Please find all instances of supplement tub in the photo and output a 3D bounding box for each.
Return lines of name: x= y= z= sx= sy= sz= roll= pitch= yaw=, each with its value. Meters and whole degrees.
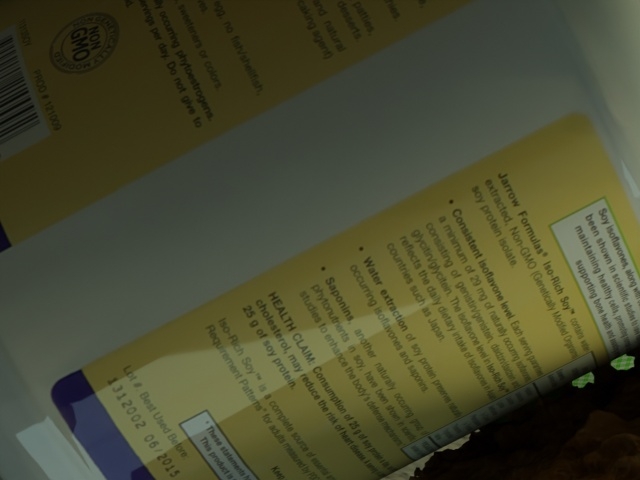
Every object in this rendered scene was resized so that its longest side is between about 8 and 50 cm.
supplement tub: x=0.019 y=-0.038 z=0.666 sx=0.331 sy=0.241 sz=0.241 roll=-27 pitch=146 yaw=4

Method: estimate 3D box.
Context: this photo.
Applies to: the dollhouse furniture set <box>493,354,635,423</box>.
dollhouse furniture set: x=0.197 y=0.073 z=1.010 sx=0.198 sy=0.151 sz=0.301 roll=-3 pitch=150 yaw=5

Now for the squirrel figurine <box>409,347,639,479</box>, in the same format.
squirrel figurine: x=0.136 y=0.145 z=0.766 sx=0.371 sy=0.281 sz=0.397 roll=-3 pitch=152 yaw=7
